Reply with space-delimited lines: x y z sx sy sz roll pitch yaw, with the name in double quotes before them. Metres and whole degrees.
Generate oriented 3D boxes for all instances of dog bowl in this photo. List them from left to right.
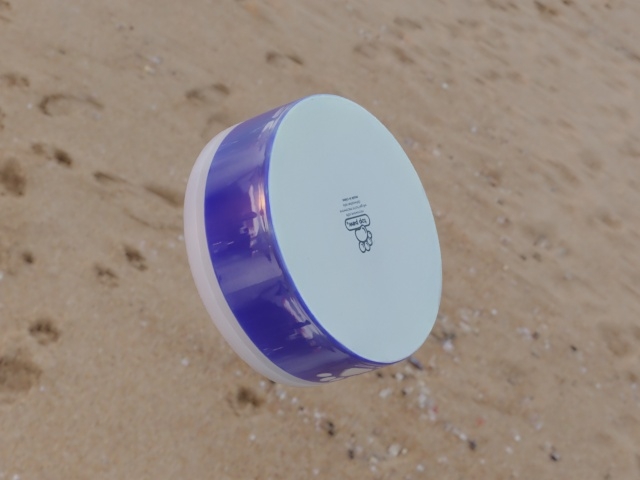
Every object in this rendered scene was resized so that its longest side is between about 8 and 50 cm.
"dog bowl" 0.000 0.000 1.090 0.265 0.104 0.265 25 56 -44
